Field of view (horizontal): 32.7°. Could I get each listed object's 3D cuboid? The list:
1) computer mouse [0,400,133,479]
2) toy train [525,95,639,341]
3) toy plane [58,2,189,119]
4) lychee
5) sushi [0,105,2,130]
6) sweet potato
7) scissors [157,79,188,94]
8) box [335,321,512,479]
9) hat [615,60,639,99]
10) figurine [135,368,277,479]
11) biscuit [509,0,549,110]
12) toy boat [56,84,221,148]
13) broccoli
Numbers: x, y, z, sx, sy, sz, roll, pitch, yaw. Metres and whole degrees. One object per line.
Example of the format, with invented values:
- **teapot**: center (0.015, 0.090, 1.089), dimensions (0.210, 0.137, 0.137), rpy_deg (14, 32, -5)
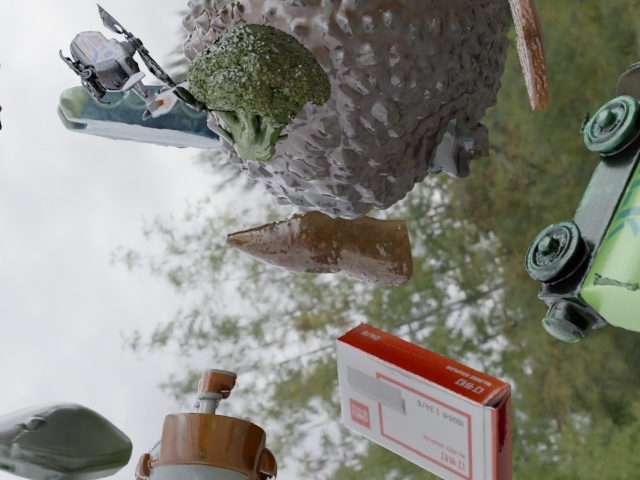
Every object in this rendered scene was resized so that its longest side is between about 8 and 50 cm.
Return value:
- **computer mouse**: center (-0.377, 0.276, 1.537), dimensions (0.331, 0.197, 0.095), rpy_deg (61, -139, -82)
- **toy train**: center (0.272, -0.028, 0.890), dimensions (0.105, 0.157, 0.253), rpy_deg (40, -112, -24)
- **toy plane**: center (-0.210, -0.179, 1.140), dimensions (0.197, 0.078, 0.053), rpy_deg (42, 169, 38)
- **lychee**: center (0.029, -0.225, 1.327), dimensions (0.432, 0.380, 0.380), rpy_deg (40, -170, 14)
- **sushi**: center (-0.655, -0.250, 1.787), dimensions (0.225, 0.218, 0.239), rpy_deg (-32, -83, -29)
- **sweet potato**: center (0.000, 0.000, 1.935), dimensions (0.131, 0.336, 0.131), rpy_deg (9, -90, -90)
- **scissors**: center (-0.060, -0.242, 1.599), dimensions (0.029, 0.360, 0.191), rpy_deg (-116, 19, -67)
- **box**: center (0.113, 0.183, 1.184), dimensions (0.050, 0.229, 0.123), rpy_deg (-26, -58, -36)
- **hat**: center (0.387, -0.194, 1.160), dimensions (0.175, 0.147, 0.085), rpy_deg (-5, -111, -33)
- **figurine**: center (-0.128, 0.264, 1.102), dimensions (0.143, 0.143, 0.271), rpy_deg (53, -129, -45)
- **biscuit**: center (0.318, -0.316, 1.669), dimensions (0.192, 0.036, 0.186), rpy_deg (67, -168, -55)
- **toy boat**: center (-0.314, -0.248, 1.998), dimensions (0.215, 0.329, 0.123), rpy_deg (161, 114, -76)
- **broccoli**: center (-0.056, -0.134, 0.981), dimensions (0.131, 0.130, 0.120), rpy_deg (-65, -22, -66)
